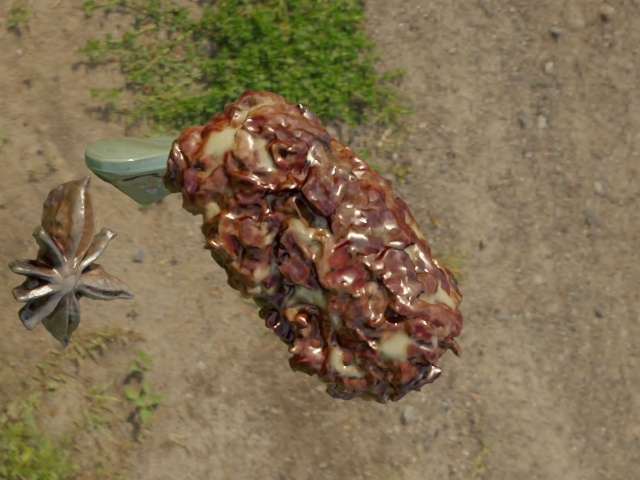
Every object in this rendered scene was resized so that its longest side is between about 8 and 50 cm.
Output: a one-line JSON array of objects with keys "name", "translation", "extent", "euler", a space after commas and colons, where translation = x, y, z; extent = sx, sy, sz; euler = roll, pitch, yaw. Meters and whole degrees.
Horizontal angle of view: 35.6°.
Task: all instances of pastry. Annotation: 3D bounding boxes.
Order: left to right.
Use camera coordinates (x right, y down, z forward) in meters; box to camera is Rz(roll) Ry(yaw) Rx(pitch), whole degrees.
[{"name": "pastry", "translation": [0.001, -0.001, 0.602], "extent": [0.208, 0.097, 0.115], "euler": [53, 29, -1]}]

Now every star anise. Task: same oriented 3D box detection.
[{"name": "star anise", "translation": [-0.396, 0.049, 1.537], "extent": [0.198, 0.110, 0.257], "euler": [-41, 141, -27]}]

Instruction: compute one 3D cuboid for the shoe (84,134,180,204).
[{"name": "shoe", "translation": [-0.186, -0.074, 1.112], "extent": [0.195, 0.079, 0.078], "euler": [-24, 127, -61]}]
